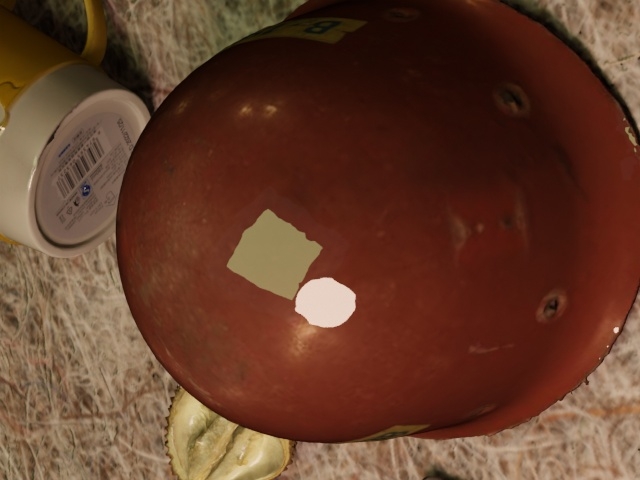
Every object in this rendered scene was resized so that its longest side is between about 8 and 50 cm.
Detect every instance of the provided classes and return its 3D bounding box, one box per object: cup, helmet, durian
[{"bbox_3d":[-0.250,-0.118,1.572,0.226,0.185,0.241,28,88,29],"label":"cup"},{"bbox_3d":[0.000,0.000,1.318,0.385,0.230,0.337,-1,100,45],"label":"helmet"},{"bbox_3d":[-0.067,0.158,1.528,0.110,0.071,0.140,37,108,23],"label":"durian"}]

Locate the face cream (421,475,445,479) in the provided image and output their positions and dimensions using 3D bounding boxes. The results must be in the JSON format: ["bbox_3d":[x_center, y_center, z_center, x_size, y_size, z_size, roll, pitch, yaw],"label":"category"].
[{"bbox_3d":[0.106,0.198,1.414,0.083,0.021,0.040,14,112,39],"label":"face cream"}]
